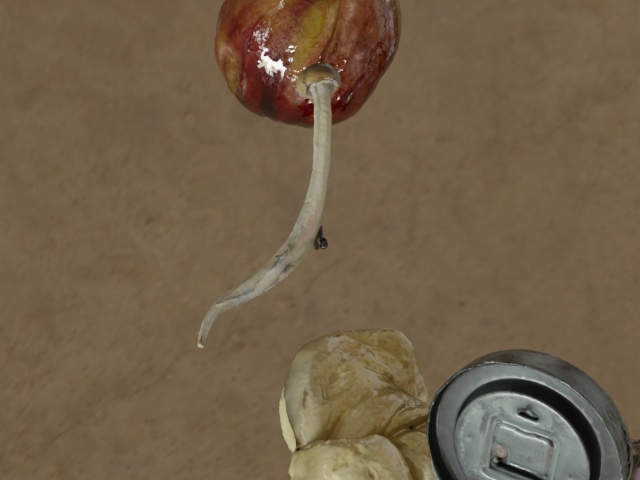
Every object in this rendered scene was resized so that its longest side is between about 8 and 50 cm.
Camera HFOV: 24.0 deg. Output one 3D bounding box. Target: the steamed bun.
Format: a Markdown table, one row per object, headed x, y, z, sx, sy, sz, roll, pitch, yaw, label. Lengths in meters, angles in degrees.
| x | y | z | sx | sy | sz | roll | pitch | yaw | label |
| --- | --- | --- | --- | --- | --- | --- | --- | --- | --- |
| 0.092 | 0.301 | 1.874 | 0.325 | 0.230 | 0.372 | 50 | 26 | -41 | steamed bun |

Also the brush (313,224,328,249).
| x | y | z | sx | sy | sz | roll | pitch | yaw | label |
| --- | --- | --- | --- | --- | --- | --- | --- | --- | --- |
| 0.000 | 0.000 | 1.388 | 0.008 | 0.083 | 0.024 | 15 | 96 | -7 | brush |

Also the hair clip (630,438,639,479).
| x | y | z | sx | sy | sz | roll | pitch | yaw | label |
| --- | --- | --- | --- | --- | --- | --- | --- | --- | --- |
| 0.326 | 0.406 | 1.867 | 0.110 | 0.095 | 0.358 | 12 | 77 | 20 | hair clip |

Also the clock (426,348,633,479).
| x | y | z | sx | sy | sz | roll | pitch | yaw | label |
| --- | --- | --- | --- | --- | --- | --- | --- | --- | --- |
| 0.222 | 0.222 | 1.614 | 0.226 | 0.226 | 0.049 | 50 | 37 | 2 | clock |

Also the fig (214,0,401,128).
| x | y | z | sx | sy | sz | roll | pitch | yaw | label |
| --- | --- | --- | --- | --- | --- | --- | --- | --- | --- |
| -0.011 | -0.255 | 1.830 | 0.224 | 0.263 | 0.224 | 25 | 52 | -37 | fig |

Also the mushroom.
| x | y | z | sx | sy | sz | roll | pitch | yaw | label |
| --- | --- | --- | --- | --- | --- | --- | --- | --- | --- |
| -0.033 | -0.029 | 1.382 | 0.068 | 0.043 | 0.306 | 15 | 68 | 9 | mushroom |
